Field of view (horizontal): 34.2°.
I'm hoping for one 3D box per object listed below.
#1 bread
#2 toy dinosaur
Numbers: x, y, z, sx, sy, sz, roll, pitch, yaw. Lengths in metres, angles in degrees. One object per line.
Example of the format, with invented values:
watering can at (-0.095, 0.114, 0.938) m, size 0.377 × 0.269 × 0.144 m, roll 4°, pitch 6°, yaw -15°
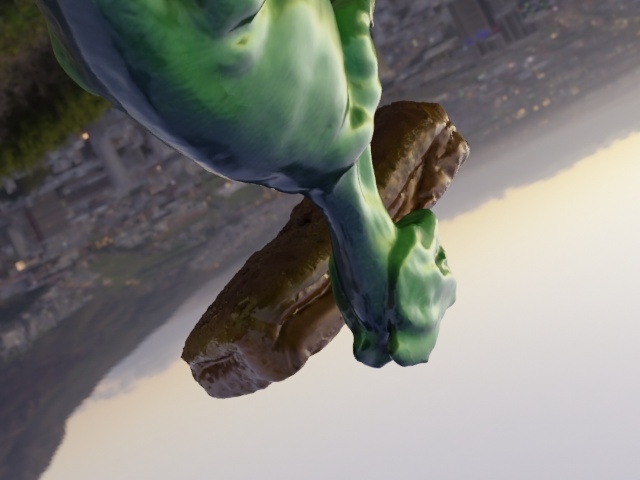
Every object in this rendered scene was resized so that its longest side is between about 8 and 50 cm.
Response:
bread at (0.001, 0.001, 0.776) m, size 0.271 × 0.077 × 0.139 m, roll -51°, pitch -166°, yaw -31°
toy dinosaur at (-0.078, -0.057, 0.422) m, size 0.144 × 0.374 × 0.500 m, roll -11°, pitch -168°, yaw 27°
